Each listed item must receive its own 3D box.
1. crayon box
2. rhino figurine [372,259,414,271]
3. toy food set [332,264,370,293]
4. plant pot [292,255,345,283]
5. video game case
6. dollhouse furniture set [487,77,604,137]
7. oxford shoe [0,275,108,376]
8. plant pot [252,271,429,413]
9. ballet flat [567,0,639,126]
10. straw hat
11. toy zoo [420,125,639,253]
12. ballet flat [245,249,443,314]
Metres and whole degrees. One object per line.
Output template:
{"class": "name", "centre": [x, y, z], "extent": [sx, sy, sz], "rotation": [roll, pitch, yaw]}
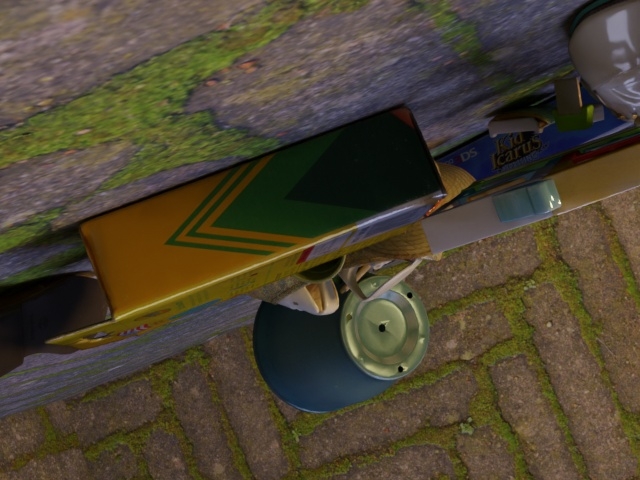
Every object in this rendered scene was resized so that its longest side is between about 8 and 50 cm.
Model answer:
{"class": "crayon box", "centre": [-0.073, 0.000, 0.870], "extent": [0.319, 0.081, 0.202], "rotation": [-21, 174, -8]}
{"class": "rhino figurine", "centre": [0.170, 0.001, 1.862], "extent": [0.243, 0.073, 0.106], "rotation": [-22, 176, 22]}
{"class": "toy food set", "centre": [0.057, 0.018, 1.685], "extent": [0.128, 0.071, 0.218], "rotation": [-45, 177, -2]}
{"class": "plant pot", "centre": [0.000, 0.000, 1.224], "extent": [0.083, 0.083, 0.079], "rotation": [-23, -174, 21]}
{"class": "video game case", "centre": [0.286, -0.119, 1.177], "extent": [0.269, 0.061, 0.244], "rotation": [-26, 172, 41]}
{"class": "dollhouse furniture set", "centre": [0.231, -0.138, 0.992], "extent": [0.152, 0.058, 0.076], "rotation": [-1, -163, 40]}
{"class": "oxford shoe", "centre": [-0.275, 0.070, 0.972], "extent": [0.076, 0.076, 0.212], "rotation": [9, -169, 24]}
{"class": "plant pot", "centre": [0.054, 0.167, 1.888], "extent": [0.272, 0.271, 0.255], "rotation": [-18, 178, -31]}
{"class": "ballet flat", "centre": [0.243, -0.130, 0.807], "extent": [0.086, 0.086, 0.248], "rotation": [-23, 174, 17]}
{"class": "straw hat", "centre": [0.088, -0.053, 1.036], "extent": [0.145, 0.144, 0.061], "rotation": [-21, 136, -6]}
{"class": "toy zoo", "centre": [0.191, -0.048, 0.833], "extent": [0.192, 0.030, 0.293], "rotation": [-19, -177, 19]}
{"class": "ballet flat", "centre": [0.024, 0.043, 1.493], "extent": [0.349, 0.123, 0.123], "rotation": [-24, 174, 28]}
